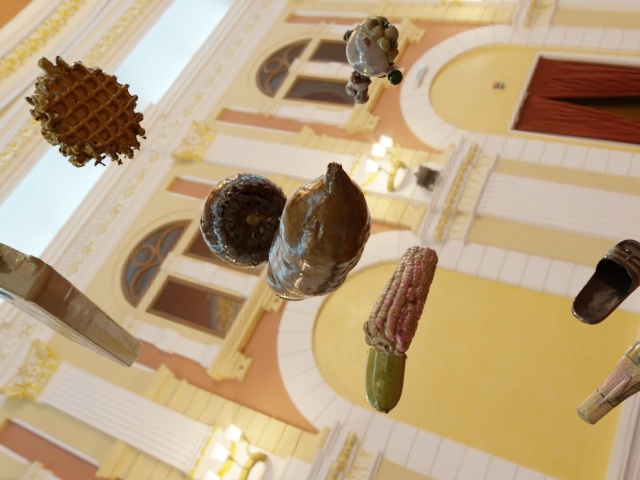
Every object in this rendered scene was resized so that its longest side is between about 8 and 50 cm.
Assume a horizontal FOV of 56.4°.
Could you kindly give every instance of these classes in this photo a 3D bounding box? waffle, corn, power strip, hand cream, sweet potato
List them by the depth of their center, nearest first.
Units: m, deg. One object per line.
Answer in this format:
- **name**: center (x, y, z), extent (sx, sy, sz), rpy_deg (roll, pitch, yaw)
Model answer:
- **power strip**: center (-0.302, 0.080, 0.693), extent (0.367, 0.106, 0.043), rpy_deg (92, -159, -67)
- **sweet potato**: center (0.000, 0.000, 0.934), extent (0.157, 0.158, 0.369), rpy_deg (-65, 3, -21)
- **waffle**: center (-0.409, -0.221, 1.052), extent (0.193, 0.070, 0.197), rpy_deg (-12, -98, -47)
- **hand cream**: center (0.609, 0.298, 1.221), extent (0.203, 0.084, 0.084), rpy_deg (-45, -24, 11)
- **corn**: center (0.210, 0.138, 1.482), extent (0.335, 0.127, 0.126), rpy_deg (-58, -31, -38)

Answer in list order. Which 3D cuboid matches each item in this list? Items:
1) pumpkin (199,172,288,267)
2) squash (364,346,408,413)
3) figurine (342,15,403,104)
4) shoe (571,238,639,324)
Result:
- **pumpkin**: center (-0.176, -0.050, 1.452), extent (0.233, 0.163, 0.233), rpy_deg (0, -90, -22)
- **squash**: center (0.183, 0.402, 1.690), extent (0.123, 0.123, 0.186), rpy_deg (69, -156, -49)
- **figurine**: center (0.095, -0.341, 1.134), extent (0.093, 0.147, 0.197), rpy_deg (-43, -10, -12)
- **shoe**: center (0.464, 0.056, 0.940), extent (0.179, 0.071, 0.049), rpy_deg (-42, -37, -18)
